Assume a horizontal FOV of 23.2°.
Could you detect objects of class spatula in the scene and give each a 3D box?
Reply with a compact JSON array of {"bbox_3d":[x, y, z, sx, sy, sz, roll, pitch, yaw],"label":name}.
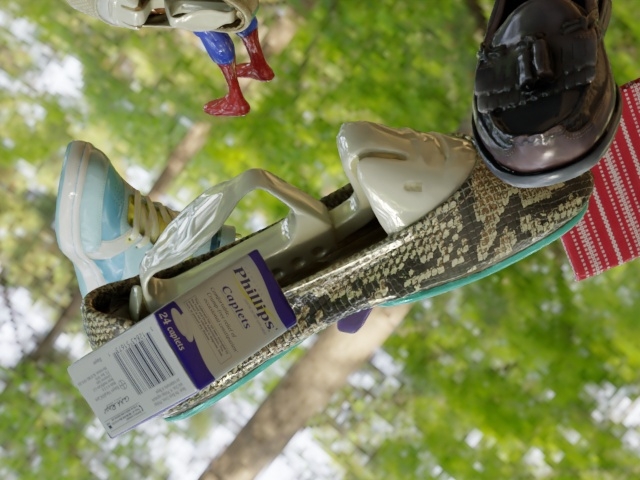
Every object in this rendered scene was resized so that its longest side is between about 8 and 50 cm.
[{"bbox_3d":[0.118,-0.008,1.750,0.030,0.296,0.084,50,164,-14],"label":"spatula"}]

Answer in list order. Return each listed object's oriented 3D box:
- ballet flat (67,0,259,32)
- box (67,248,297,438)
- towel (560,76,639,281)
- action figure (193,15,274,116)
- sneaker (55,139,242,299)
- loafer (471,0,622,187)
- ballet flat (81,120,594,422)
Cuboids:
[{"bbox_3d":[-0.136,-0.202,1.316,0.168,0.057,0.052,1,-138,4],"label":"ballet flat"},{"bbox_3d":[-0.109,0.083,1.250,0.137,0.126,0.072,-34,-88,-48],"label":"box"},{"bbox_3d":[0.389,-0.093,1.844,0.031,0.275,0.199,-151,37,-78],"label":"towel"},{"bbox_3d":[-0.143,-0.247,1.409,0.139,0.280,0.091,9,-133,24],"label":"action figure"},{"bbox_3d":[-0.179,-0.011,1.761,0.208,0.127,0.319,5,156,5],"label":"sneaker"},{"bbox_3d":[0.155,-0.148,1.119,0.302,0.109,0.095,-74,-33,-55],"label":"loafer"},{"bbox_3d":[0.000,0.000,1.390,0.182,0.482,0.164,59,-169,-28],"label":"ballet flat"}]
